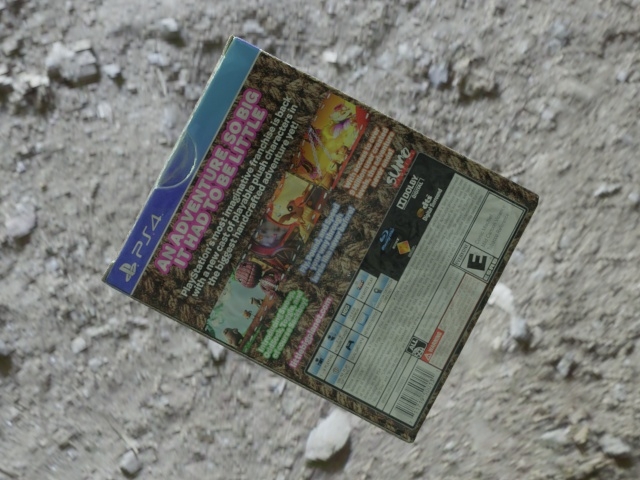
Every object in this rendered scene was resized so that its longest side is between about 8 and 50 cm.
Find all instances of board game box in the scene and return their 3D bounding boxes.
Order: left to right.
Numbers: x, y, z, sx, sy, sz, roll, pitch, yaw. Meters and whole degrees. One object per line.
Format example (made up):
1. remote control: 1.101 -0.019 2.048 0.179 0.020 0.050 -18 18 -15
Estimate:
1. board game box: 0.000 0.000 1.011 0.291 0.141 0.232 28 88 -1
